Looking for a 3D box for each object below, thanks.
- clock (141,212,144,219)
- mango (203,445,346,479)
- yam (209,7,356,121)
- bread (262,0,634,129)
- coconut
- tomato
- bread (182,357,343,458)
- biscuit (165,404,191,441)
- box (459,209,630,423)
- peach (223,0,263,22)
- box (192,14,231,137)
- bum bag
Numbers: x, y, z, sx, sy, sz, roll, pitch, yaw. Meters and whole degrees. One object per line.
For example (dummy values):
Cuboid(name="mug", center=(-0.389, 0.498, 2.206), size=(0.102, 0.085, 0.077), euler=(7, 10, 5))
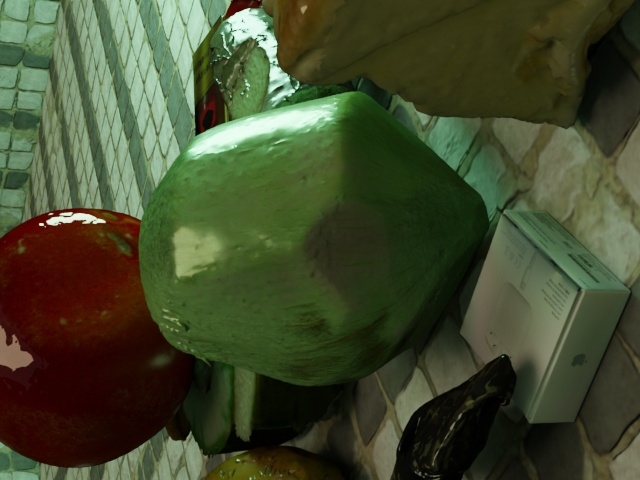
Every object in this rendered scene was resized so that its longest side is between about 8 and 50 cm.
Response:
Cuboid(name="clock", center=(-0.262, -0.010, 1.818), size=(0.176, 0.080, 0.117), euler=(-49, 46, 52))
Cuboid(name="mango", center=(-0.051, 0.317, 1.243), size=(0.248, 0.156, 0.151), euler=(-21, 39, 56))
Cuboid(name="yam", center=(-0.040, -0.171, 1.214), size=(0.254, 0.154, 0.154), euler=(-114, 35, -53))
Cuboid(name="bread", center=(0.110, -0.336, 0.788), size=(0.371, 0.279, 0.390), euler=(-108, 31, -41))
Cuboid(name="coconut", center=(0.000, 0.000, 0.999), size=(0.328, 0.328, 0.281), euler=(127, 145, -52))
Cuboid(name="tomato", center=(-0.317, 0.125, 1.367), size=(0.325, 0.290, 0.293), euler=(66, 147, 28))
Cuboid(name="bread", center=(-0.085, 0.122, 1.358), size=(0.382, 0.129, 0.366), euler=(-127, 42, -53))
Cuboid(name="biscuit", center=(-0.227, 0.163, 1.634), size=(0.305, 0.038, 0.305), euler=(0, -90, -89))
Cuboid(name="box", center=(0.182, 0.062, 0.870), size=(0.130, 0.051, 0.129), euler=(-123, 41, -53))
Cuboid(name="peach", center=(-0.051, -0.267, 1.362), size=(0.172, 0.127, 0.092), euler=(8, 87, 40))
Cuboid(name="box", center=(-0.142, -0.201, 1.584), size=(0.159, 0.071, 0.240), euler=(-30, 60, 60))
Cuboid(name="bum bag", center=(0.106, 0.173, 0.906), size=(0.069, 0.102, 0.248), euler=(52, 161, 18))
